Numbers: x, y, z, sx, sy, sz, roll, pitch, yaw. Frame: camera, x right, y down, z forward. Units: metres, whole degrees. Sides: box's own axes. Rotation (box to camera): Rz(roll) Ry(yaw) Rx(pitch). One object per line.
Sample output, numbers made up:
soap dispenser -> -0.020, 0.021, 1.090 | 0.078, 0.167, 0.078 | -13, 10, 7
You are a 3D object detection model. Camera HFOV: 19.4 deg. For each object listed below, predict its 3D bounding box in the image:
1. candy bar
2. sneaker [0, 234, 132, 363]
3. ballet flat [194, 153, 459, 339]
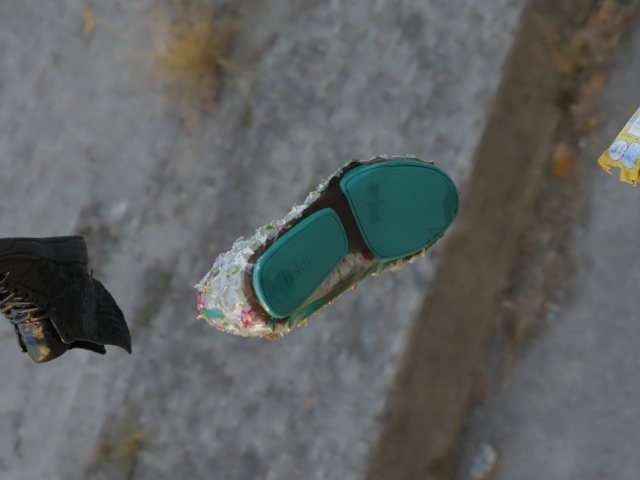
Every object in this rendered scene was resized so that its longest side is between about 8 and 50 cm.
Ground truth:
candy bar -> 0.229, -0.095, 1.173 | 0.040, 0.018, 0.161 | 25, 64, 32
sneaker -> -0.194, 0.043, 1.283 | 0.051, 0.170, 0.089 | -10, 87, 28
ballet flat -> 0.000, 0.000, 1.299 | 0.077, 0.241, 0.091 | -16, 97, 44
